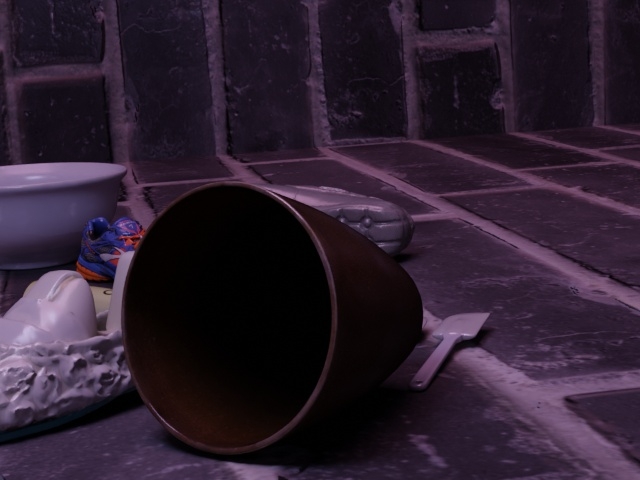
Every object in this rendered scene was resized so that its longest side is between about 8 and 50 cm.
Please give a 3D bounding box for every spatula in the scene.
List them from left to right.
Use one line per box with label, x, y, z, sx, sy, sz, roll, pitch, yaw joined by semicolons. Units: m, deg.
spatula;0.065;0.110;1.355;0.168;0.019;0.242;1;14;19

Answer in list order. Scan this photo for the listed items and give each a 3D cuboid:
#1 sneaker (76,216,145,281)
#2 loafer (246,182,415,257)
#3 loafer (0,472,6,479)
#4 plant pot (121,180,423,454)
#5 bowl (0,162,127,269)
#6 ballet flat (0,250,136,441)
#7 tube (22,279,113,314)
sneaker;-0.252;0.014;1.800;0.221;0.087;0.083;5;13;40
loafer;-0.024;-0.023;1.909;0.319;0.112;0.111;9;8;20
loafer;-0.256;0.181;0.884;0.084;0.096;0.267;-30;14;-25
plant pot;-0.014;0.066;1.162;0.215;0.215;0.230;3;-1;34
bowl;-0.430;-0.034;2.005;0.298;0.134;0.298;-3;9;1
ballet flat;-0.199;0.080;1.269;0.409;0.147;0.147;-13;14;-41
tube;-0.213;0.080;1.490;0.240;0.062;0.070;4;32;24
